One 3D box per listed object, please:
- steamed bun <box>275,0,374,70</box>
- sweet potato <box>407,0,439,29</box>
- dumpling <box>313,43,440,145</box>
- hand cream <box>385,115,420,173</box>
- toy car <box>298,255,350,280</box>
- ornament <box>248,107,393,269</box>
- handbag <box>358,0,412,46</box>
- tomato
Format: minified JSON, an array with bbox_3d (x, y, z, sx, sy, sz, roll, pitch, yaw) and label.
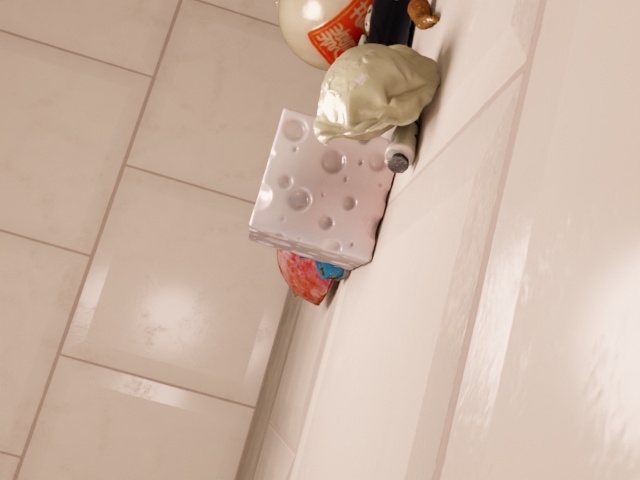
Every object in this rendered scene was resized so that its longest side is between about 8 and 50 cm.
[{"bbox_3d":[0.075,-0.637,2.006,0.241,0.374,0.374,55,143,32],"label":"steamed bun"},{"bbox_3d":[0.209,-0.460,1.452,0.214,0.050,0.050,-89,16,-60],"label":"sweet potato"},{"bbox_3d":[0.100,-0.245,1.179,0.258,0.193,0.147,-54,-46,-30],"label":"dumpling"},{"bbox_3d":[0.150,-0.197,1.244,0.234,0.050,0.080,-72,1,-47],"label":"hand cream"},{"bbox_3d":[0.000,0.000,1.595,0.097,0.100,0.191,142,115,-71],"label":"toy car"},{"bbox_3d":[0.000,-0.092,1.435,0.239,0.239,0.240,128,158,-81],"label":"ornament"},{"bbox_3d":[0.136,-0.441,1.818,0.329,0.122,0.303,110,174,-56],"label":"handbag"},{"bbox_3d":[-0.018,-0.005,1.779,0.309,0.170,0.309,-164,90,-86],"label":"tomato"}]
